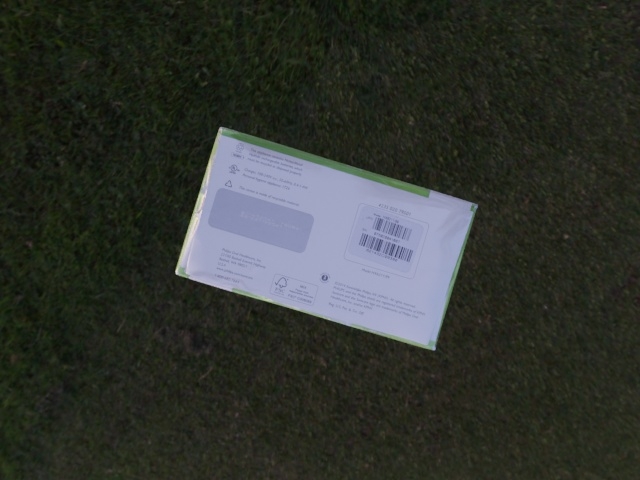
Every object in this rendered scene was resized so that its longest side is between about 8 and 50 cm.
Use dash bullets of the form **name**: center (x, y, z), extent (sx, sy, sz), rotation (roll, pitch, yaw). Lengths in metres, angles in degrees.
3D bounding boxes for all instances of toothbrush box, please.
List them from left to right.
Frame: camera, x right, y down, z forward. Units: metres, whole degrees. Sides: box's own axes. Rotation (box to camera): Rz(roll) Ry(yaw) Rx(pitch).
- **toothbrush box**: center (0.000, 0.000, 0.596), extent (0.206, 0.283, 0.122), rotation (17, 88, -1)
